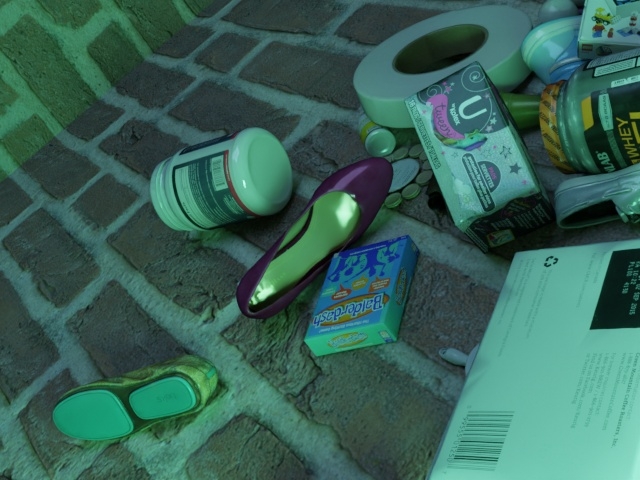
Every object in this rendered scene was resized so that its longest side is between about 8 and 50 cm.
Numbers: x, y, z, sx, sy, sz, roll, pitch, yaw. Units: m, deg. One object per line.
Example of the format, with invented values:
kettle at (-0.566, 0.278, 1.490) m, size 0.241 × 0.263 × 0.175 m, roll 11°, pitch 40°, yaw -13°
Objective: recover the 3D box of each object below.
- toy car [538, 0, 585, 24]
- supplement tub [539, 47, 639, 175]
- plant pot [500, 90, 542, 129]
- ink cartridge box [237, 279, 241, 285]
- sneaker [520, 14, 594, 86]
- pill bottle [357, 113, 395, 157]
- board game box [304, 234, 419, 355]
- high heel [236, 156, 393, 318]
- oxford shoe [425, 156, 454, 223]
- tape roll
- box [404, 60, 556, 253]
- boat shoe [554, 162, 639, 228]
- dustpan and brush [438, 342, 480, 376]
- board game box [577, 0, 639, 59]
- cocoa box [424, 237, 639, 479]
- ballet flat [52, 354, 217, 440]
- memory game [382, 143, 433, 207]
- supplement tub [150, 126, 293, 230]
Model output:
toy car at (0.486, -0.403, 1.822) m, size 0.136 × 0.159 × 0.182 m, roll 25°, pitch 59°, yaw 17°
supplement tub at (0.509, -0.200, 1.453) m, size 0.316 × 0.193 × 0.193 m, roll -10°, pitch 40°, yaw 38°
plant pot at (0.375, -0.237, 1.759) m, size 0.079 × 0.083 × 0.083 m, roll -2°, pitch 44°, yaw 27°
ink cartridge box at (-0.118, 0.080, 1.861) m, size 0.083 × 0.028 × 0.048 m, roll -34°, pitch 31°, yaw 5°
sneaker at (0.532, -0.306, 1.669) m, size 0.319 × 0.127 × 0.208 m, roll -17°, pitch 57°, yaw -2°
pill bottle at (0.114, -0.225, 2.005) m, size 0.065 × 0.065 × 0.116 m, roll -32°, pitch 31°, yaw 8°
board game box at (0.073, 0.093, 1.636) m, size 0.160 × 0.047 × 0.210 m, roll -16°, pitch 37°, yaw 31°
high heel at (0.000, 0.000, 1.731) m, size 0.377 × 0.127 × 0.181 m, roll -48°, pitch 9°, yaw 6°
oxford shoe at (0.222, -0.106, 1.722) m, size 0.096 × 0.083 × 0.227 m, roll -33°, pitch 31°, yaw 9°
tape roll at (0.259, -0.368, 1.988) m, size 0.392 × 0.072 × 0.392 m, roll -19°, pitch 31°, yaw 12°
box at (0.260, -0.133, 1.546) m, size 0.142 × 0.163 × 0.247 m, roll -27°, pitch 63°, yaw 16°
boat shoe at (0.461, -0.060, 1.440) m, size 0.227 × 0.079 × 0.081 m, roll -12°, pitch 55°, yaw 36°
dustpan and brush at (0.238, 0.177, 1.362) m, size 0.147 × 0.060 × 0.211 m, roll -47°, pitch 39°, yaw -19°
board game box at (0.594, -0.378, 1.581) m, size 0.305 × 0.053 × 0.193 m, roll 9°, pitch 65°, yaw 18°
cocoa box at (0.315, 0.199, 1.074) m, size 0.231 × 0.228 × 0.347 m, roll -7°, pitch 42°, yaw 40°
ballet flat at (-0.329, 0.283, 1.738) m, size 0.348 × 0.123 × 0.123 m, roll -19°, pitch 35°, yaw 29°
memory game at (0.153, -0.125, 1.884) m, size 0.186 × 0.012 × 0.186 m, roll -25°, pitch 32°, yaw 17°
supplement tub at (-0.214, -0.126, 2.077) m, size 0.272 × 0.191 × 0.191 m, roll -12°, pitch 39°, yaw 35°
